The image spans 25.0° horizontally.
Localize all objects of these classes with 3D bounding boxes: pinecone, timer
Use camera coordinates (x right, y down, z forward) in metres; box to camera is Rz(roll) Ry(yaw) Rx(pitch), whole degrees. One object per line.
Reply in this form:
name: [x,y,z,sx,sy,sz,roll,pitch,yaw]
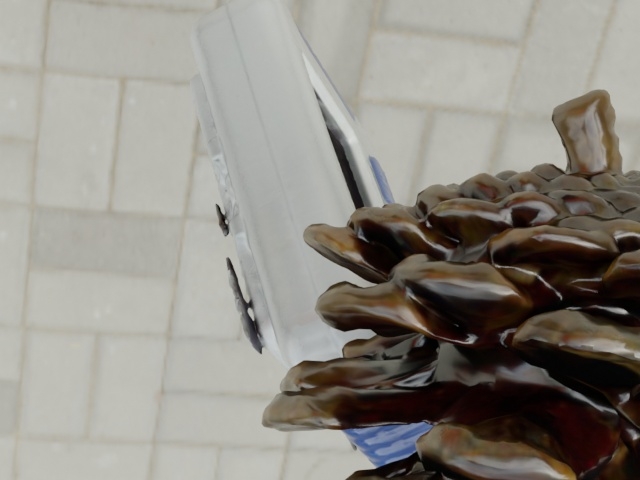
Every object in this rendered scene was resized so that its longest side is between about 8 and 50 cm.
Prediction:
pinecone: [0.095,0.098,0.566,0.244,0.244,0.309,18,81,-18]
timer: [0.000,0.000,0.796,0.078,0.253,0.178,-25,143,10]
